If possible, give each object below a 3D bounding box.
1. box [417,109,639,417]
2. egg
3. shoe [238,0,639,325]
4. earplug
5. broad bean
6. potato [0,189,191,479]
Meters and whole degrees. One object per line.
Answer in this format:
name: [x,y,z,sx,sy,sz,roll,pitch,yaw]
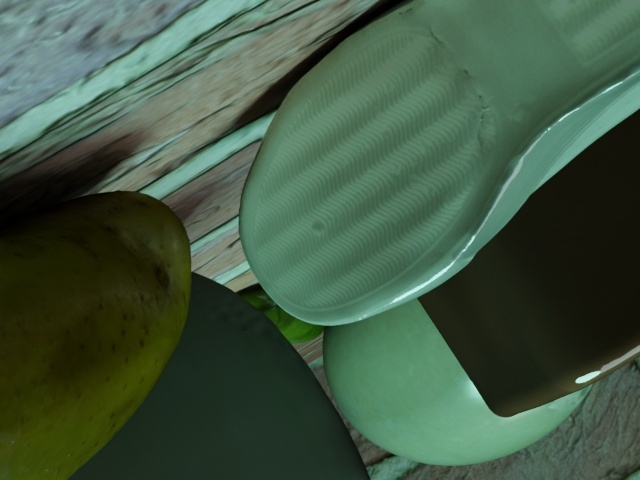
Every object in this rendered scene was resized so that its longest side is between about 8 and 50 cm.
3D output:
box: [0.178,-0.029,1.250,0.239,0.229,0.339,-30,173,-8]
egg: [0.166,0.096,1.898,0.278,0.278,0.336,-26,179,-41]
shoe: [0.108,-0.092,0.943,0.363,0.132,0.160,-40,175,32]
earplug: [-0.194,0.228,1.111,0.394,0.312,0.312,-26,172,-37]
broad bean: [-0.055,0.078,1.794,0.098,0.056,0.318,-27,170,21]
potato: [-0.200,0.087,0.800,0.369,0.176,0.195,-36,139,-42]
